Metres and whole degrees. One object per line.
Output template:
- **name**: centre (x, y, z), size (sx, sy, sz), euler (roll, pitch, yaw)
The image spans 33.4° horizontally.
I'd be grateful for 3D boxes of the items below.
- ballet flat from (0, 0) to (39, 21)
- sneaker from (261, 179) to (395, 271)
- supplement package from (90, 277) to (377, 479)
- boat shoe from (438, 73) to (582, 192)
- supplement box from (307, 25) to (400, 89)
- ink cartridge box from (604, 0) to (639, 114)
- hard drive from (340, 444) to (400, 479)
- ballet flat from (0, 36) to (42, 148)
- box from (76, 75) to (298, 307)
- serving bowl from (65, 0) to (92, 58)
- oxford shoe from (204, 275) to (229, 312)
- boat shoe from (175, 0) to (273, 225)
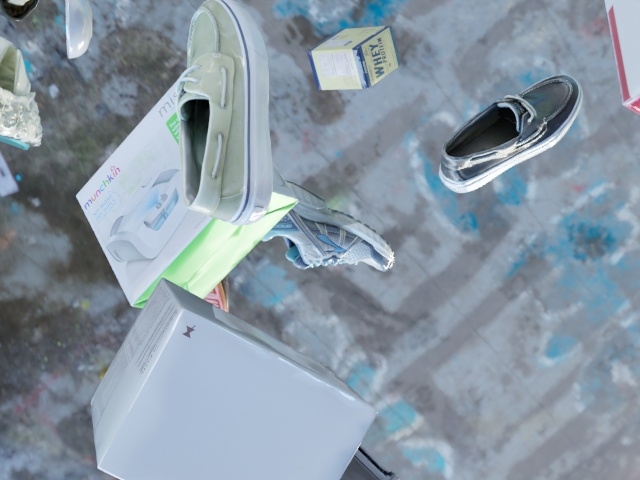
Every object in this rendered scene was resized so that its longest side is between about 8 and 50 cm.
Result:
- **ballet flat**: centre (-0.317, -0.370, 1.250), size (0.095, 0.096, 0.280), euler (6, 136, -36)
- **sneaker**: centre (0.000, 0.000, 1.856), size (0.283, 0.110, 0.122), euler (29, 87, -25)
- **supplement package**: centre (-0.088, 0.152, 0.966), size (0.194, 0.203, 0.149), euler (29, 88, -14)
- **boat shoe**: centre (0.368, -0.216, 2.020), size (0.335, 0.121, 0.119), euler (-39, 155, -11)
- **supplement box**: centre (0.044, -0.238, 1.393), size (0.083, 0.083, 0.056), euler (-41, 124, -41)
- **ink cartridge box**: centre (0.364, -0.149, 0.840), size (0.272, 0.197, 0.114), euler (23, 138, -22)
- **hard drive**: centre (-0.050, 0.280, 1.323), size (0.064, 0.237, 0.339), euler (-43, 174, -30)
- **ballet flat**: centre (-0.403, -0.184, 1.234), size (0.146, 0.409, 0.147), euler (0, 91, 1)
- **box**: centre (-0.200, -0.063, 1.573), size (0.262, 0.231, 0.126), euler (-44, 148, 20)
- **serving bowl**: centre (-0.272, -0.247, 1.202), size (0.027, 0.083, 0.083), euler (-1, 117, -14)
- **oxford shoe**: centre (-0.182, 0.056, 1.762), size (0.098, 0.096, 0.272), euler (-52, 148, -51)
- **boat shoe**: centre (-0.121, -0.164, 1.252), size (0.094, 0.302, 0.109), euler (10, 149, -38)
